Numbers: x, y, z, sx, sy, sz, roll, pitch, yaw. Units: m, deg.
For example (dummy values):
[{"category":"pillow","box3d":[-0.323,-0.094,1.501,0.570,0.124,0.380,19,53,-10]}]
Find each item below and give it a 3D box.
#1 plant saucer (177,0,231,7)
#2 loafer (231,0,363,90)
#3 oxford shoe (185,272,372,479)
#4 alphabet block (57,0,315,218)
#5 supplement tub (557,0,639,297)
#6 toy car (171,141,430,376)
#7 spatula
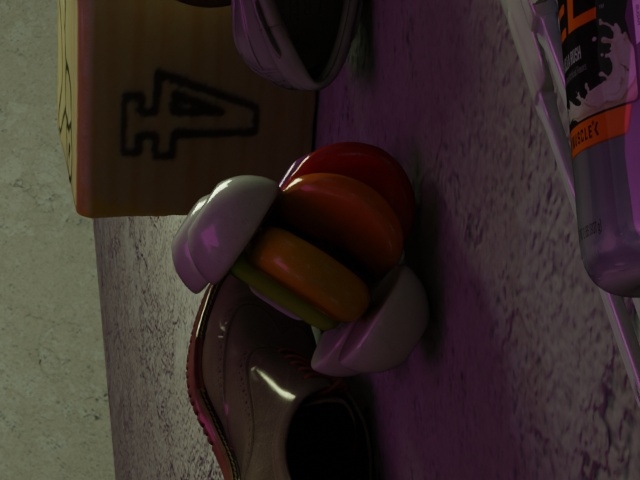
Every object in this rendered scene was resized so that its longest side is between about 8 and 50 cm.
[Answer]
[{"category":"plant saucer","box3d":[-0.062,-0.264,1.342,0.036,0.198,0.198,20,114,47]},{"category":"loafer","box3d":[-0.013,-0.259,1.272,0.111,0.112,0.319,-138,41,-63]},{"category":"oxford shoe","box3d":[-0.013,0.130,1.384,0.130,0.123,0.348,-49,36,32]},{"category":"alphabet block","box3d":[-0.113,-0.147,1.522,0.192,0.193,0.197,-111,23,-59]},{"category":"supplement tub","box3d":[0.134,-0.081,0.599,0.117,0.117,0.190,140,127,-74]},{"category":"toy car","box3d":[0.000,0.000,1.211,0.136,0.159,0.182,-59,7,-11]},{"category":"spatula","box3d":[0.109,-0.052,0.799,0.168,0.019,0.242,88,167,-70]}]
